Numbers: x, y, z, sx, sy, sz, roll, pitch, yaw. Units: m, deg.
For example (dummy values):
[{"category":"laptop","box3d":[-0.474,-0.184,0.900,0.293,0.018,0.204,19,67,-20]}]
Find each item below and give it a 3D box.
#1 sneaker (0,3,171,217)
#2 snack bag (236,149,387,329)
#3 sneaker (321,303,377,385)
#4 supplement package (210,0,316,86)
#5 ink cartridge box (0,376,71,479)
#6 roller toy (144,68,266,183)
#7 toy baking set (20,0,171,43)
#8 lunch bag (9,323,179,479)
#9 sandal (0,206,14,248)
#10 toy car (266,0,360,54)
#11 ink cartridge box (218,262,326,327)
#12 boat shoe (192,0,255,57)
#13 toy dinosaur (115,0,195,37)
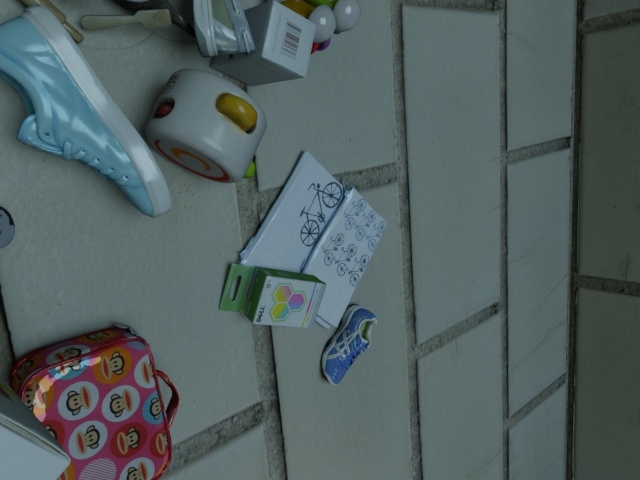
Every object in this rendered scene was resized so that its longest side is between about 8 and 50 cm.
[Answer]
[{"category":"sneaker","box3d":[-0.389,-0.167,0.856,0.150,0.135,0.366,-40,112,-21]},{"category":"snack bag","box3d":[0.000,0.000,1.271,0.342,0.037,0.323,42,70,-37]},{"category":"sneaker","box3d":[0.071,0.262,1.344,0.080,0.081,0.211,31,77,-41]},{"category":"supplement package","box3d":[-0.112,-0.366,1.020,0.105,0.179,0.105,12,89,-42]},{"category":"ink cartridge box","box3d":[-0.513,0.253,0.617,0.279,0.384,0.160,-53,135,-22]},{"category":"roller toy","box3d":[-0.200,-0.206,0.958,0.209,0.191,0.146,90,22,-76]},{"category":"toy baking set","box3d":[-0.360,-0.393,0.819,0.256,0.196,0.030,48,22,-47]},{"category":"lunch bag","box3d":[-0.372,0.304,0.937,0.258,0.120,0.293,-15,106,-39]},{"category":"sandal","box3d":[-0.572,0.001,0.758,0.254,0.054,0.097,-25,112,-36]},{"category":"toy car","box3d":[-0.017,-0.459,1.132,0.182,0.159,0.136,-37,154,-32]},{"category":"ink cartridge box","box3d":[-0.099,0.121,1.156,0.209,0.062,0.109,11,101,-33]},{"category":"boat shoe","box3d":[-0.170,-0.475,0.950,0.103,0.118,0.320,-2,76,-3]},{"category":"toy dinosaur","box3d":[-0.320,-0.457,0.872,0.313,0.160,0.121,43,34,-49]}]
